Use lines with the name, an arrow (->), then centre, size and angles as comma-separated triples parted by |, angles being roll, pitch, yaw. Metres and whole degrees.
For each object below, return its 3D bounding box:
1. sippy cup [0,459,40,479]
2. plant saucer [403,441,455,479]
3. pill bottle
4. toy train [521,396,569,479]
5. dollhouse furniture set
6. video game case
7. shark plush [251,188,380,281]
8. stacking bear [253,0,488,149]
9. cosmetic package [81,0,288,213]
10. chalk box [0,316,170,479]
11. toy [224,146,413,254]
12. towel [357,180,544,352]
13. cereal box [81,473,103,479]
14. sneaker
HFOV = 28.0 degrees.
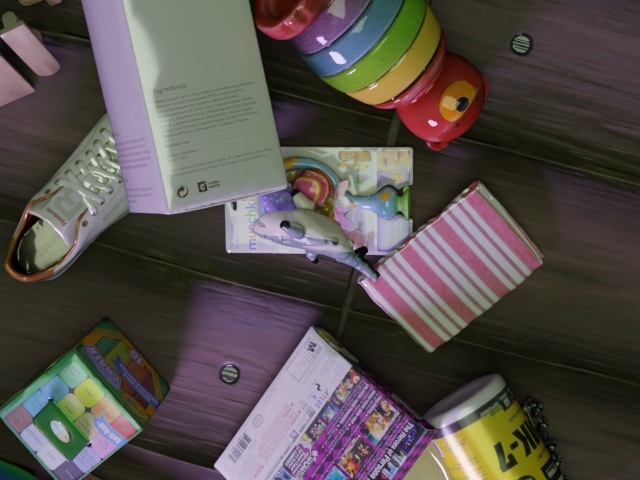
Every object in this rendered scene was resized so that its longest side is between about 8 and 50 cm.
sippy cup -> -0.469, 0.417, 1.621 | 0.240, 0.305, 0.224 | 7, 106, -28
plant saucer -> 0.073, 0.343, 1.670 | 0.241, 0.037, 0.241 | 1, 101, 4
pill bottle -> 0.226, 0.281, 1.597 | 0.119, 0.119, 0.208 | -32, 91, 9
toy train -> 0.287, 0.274, 1.649 | 0.036, 0.027, 0.158 | -17, 100, 19
dollhouse furniture set -> -0.381, -0.278, 1.588 | 0.144, 0.123, 0.151 | -22, 64, 7
video game case -> 0.002, 0.260, 1.608 | 0.210, 0.042, 0.232 | 40, 102, 28
shark plush -> 0.000, 0.000, 1.562 | 0.161, 0.073, 0.067 | 21, 130, -19
stacking bear -> 0.077, -0.223, 1.487 | 0.289, 0.164, 0.175 | 39, 84, -26
cosmetic package -> -0.171, -0.221, 1.471 | 0.155, 0.197, 0.365 | -13, 98, -20
chalk box -> -0.292, 0.203, 1.578 | 0.132, 0.213, 0.132 | -39, 96, 10
toy -> -0.004, -0.046, 1.592 | 0.237, 0.056, 0.137 | 0, 100, 4
towel -> 0.163, 0.035, 1.600 | 0.197, 0.029, 0.144 | -40, 110, 10
cereal box -> -0.309, 0.442, 1.708 | 0.173, 0.047, 0.240 | 28, 102, -1
sneaker -> -0.280, -0.057, 1.576 | 0.106, 0.123, 0.290 | 38, 98, -2
